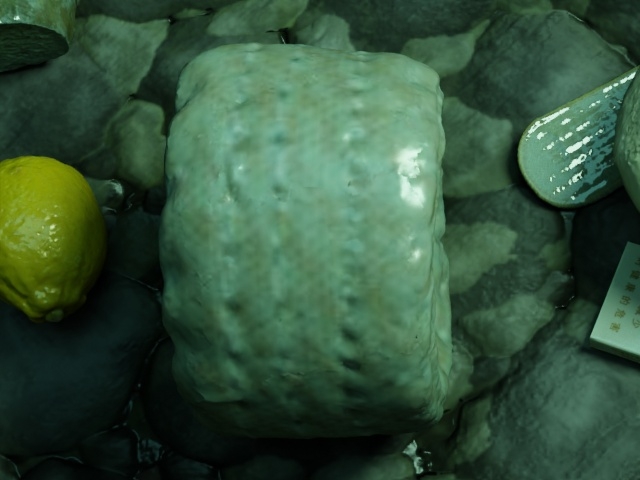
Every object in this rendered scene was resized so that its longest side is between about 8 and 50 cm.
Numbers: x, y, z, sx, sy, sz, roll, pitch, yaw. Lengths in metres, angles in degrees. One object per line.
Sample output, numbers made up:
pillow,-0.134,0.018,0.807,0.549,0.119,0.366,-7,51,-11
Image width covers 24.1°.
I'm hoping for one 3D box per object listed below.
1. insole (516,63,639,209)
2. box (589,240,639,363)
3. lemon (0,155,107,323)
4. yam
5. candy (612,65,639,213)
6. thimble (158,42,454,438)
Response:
insole,0.316,-0.139,1.234,0.348,0.009,0.119,-32,75,-4
box,0.299,0.065,1.140,0.167,0.024,0.090,18,69,20
lemon,-0.234,-0.002,1.237,0.114,0.114,0.155,-18,59,3
yam,-0.291,-0.291,1.392,0.133,0.133,0.330,-10,58,7
candy,0.360,-0.090,1.107,0.295,0.185,0.295,-2,59,3
thimble,0.000,0.000,1.098,0.195,0.291,0.291,2,64,8
